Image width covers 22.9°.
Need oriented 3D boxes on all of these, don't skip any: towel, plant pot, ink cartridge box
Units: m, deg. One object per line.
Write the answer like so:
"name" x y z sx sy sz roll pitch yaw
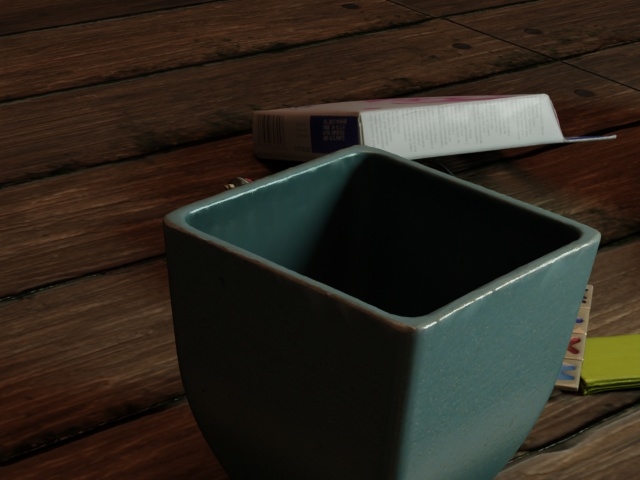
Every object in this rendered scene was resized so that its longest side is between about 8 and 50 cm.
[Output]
"towel" 0.349 0.116 1.552 0.237 0.021 0.102 -3 20 -14
"plant pot" 0.040 0.099 1.248 0.248 0.252 0.247 23 31 35
"ink cartridge box" 0.127 -0.139 1.893 0.330 0.071 0.324 -8 7 -23

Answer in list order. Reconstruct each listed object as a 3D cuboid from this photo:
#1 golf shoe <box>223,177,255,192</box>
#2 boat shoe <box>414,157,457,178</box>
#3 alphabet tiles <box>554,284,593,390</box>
"golf shoe" 0.000 0.000 1.647 0.120 0.105 0.273 -2 25 -31
"boat shoe" 0.143 -0.018 1.739 0.084 0.079 0.233 -1 26 -16
"alphabet tiles" 0.170 0.060 1.576 0.198 0.009 0.237 6 37 12
